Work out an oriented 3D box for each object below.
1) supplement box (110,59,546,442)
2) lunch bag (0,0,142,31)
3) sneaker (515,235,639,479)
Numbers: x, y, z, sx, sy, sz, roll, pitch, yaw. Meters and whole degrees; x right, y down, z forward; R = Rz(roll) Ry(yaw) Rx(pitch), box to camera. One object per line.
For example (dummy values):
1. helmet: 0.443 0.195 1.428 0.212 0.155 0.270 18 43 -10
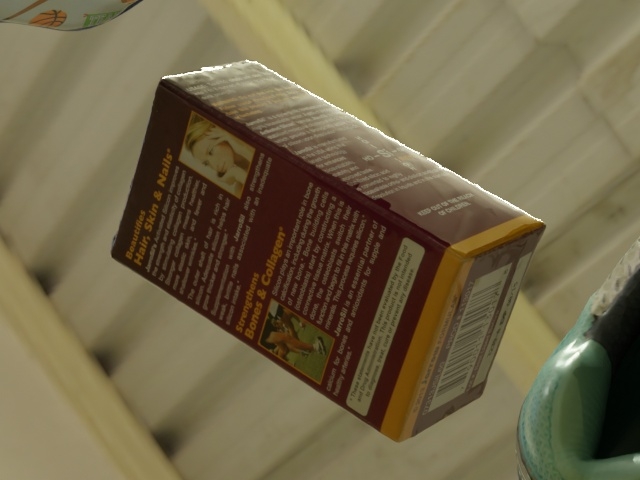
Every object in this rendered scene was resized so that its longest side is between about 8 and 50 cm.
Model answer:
1. supplement box: 0.000 0.000 0.866 0.188 0.081 0.104 32 -61 26
2. lunch bag: -0.242 -0.301 1.666 0.243 0.303 0.115 -28 -109 37
3. sneaker: 0.160 -0.010 0.434 0.110 0.283 0.122 41 -7 32
